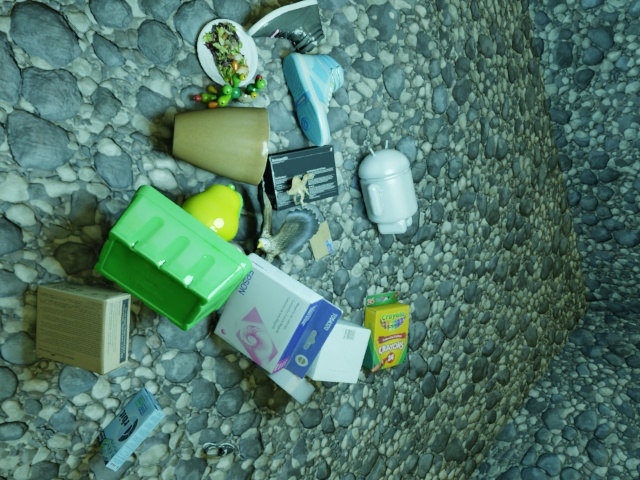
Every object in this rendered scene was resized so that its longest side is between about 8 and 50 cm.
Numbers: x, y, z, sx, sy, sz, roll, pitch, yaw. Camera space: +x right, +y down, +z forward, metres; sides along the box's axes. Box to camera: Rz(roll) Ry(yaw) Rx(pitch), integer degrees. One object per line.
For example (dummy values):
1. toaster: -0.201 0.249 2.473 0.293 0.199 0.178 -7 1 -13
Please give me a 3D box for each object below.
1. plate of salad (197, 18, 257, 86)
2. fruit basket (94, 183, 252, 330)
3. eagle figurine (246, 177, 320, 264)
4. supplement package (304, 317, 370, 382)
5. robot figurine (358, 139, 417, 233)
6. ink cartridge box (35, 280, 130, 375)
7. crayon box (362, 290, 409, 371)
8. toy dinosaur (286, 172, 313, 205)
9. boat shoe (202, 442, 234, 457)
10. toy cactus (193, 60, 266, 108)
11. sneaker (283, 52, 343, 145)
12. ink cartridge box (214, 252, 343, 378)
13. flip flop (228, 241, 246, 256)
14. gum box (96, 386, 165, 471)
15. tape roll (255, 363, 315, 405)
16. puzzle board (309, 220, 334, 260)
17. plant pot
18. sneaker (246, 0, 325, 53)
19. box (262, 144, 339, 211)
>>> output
1. plate of salad: -0.279 -0.579 1.328 0.200 0.048 0.199 -7 102 -34
2. fruit basket: -0.365 0.005 1.201 0.392 0.392 0.283 11 135 -36
3. eagle figurine: -0.155 -0.021 1.380 0.226 0.225 0.298 24 100 -28
4. supplement package: 0.002 0.366 1.552 0.199 0.263 0.198 19 86 -36
5. robot figurine: 0.263 -0.203 1.679 0.300 0.200 0.353 -43 123 -54
6. ink cartridge box: -0.614 0.219 1.111 0.088 0.235 0.193 -14 111 -70
7. crayon box: 0.285 0.390 1.869 0.202 0.081 0.318 -4 99 -34
8. toy dinosaur: -0.076 -0.161 1.406 0.183 0.053 0.092 -49 129 -51
9. boat shoe: -0.352 0.735 1.502 0.125 0.038 0.046 30 80 -35
10. toy cactus: -0.259 -0.457 1.312 0.180 0.219 0.112 -30 101 -72
11. sneaker: 0.016 -0.497 1.482 0.208 0.127 0.319 -23 100 -31
12. ink cartridge box: -0.143 0.254 1.328 0.324 0.330 0.071 -64 168 29
13. flip flop: -0.325 0.129 1.337 0.112 0.080 0.277 37 102 -6
14. gum box: -0.555 0.543 1.254 0.184 0.157 0.041 -49 122 -20
15. tape roll: -0.125 0.480 1.509 0.072 0.219 0.219 -49 121 -18
16. puzzle board: 0.000 0.000 1.646 0.096 0.011 0.128 -28 113 -30
17. plant pot: -0.302 -0.294 1.269 0.254 0.237 0.237 4 95 -22
18. sneaker: -0.095 -0.676 1.405 0.296 0.105 0.146 -37 112 -30
19. box: -0.074 -0.224 1.499 0.261 0.103 0.184 -18 112 -32
